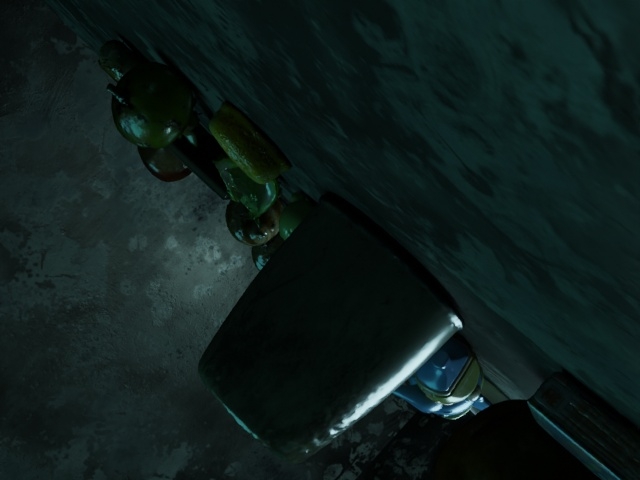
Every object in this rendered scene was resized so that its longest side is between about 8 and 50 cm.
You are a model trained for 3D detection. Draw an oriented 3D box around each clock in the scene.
[{"bbox_3d":[0.391,0.382,1.608,0.197,0.068,0.197,43,176,4],"label":"clock"}]

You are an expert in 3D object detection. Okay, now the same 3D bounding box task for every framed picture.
[{"bbox_3d":[-0.213,-0.164,1.541,0.211,0.020,0.289,43,-164,11],"label":"framed picture"}]

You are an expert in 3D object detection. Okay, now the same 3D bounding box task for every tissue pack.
[{"bbox_3d":[0.305,0.219,0.790,0.148,0.060,0.109,40,174,31],"label":"tissue pack"}]

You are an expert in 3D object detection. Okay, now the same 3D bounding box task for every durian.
[{"bbox_3d":[-0.136,-0.110,1.413,0.086,0.100,0.215,44,171,42],"label":"durian"}]

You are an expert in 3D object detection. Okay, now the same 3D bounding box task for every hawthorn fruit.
[{"bbox_3d":[0.276,0.350,0.976,0.268,0.268,0.301,44,-179,-8],"label":"hawthorn fruit"}]

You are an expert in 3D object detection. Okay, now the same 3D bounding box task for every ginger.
[{"bbox_3d":[-0.122,-0.013,1.819,0.375,0.176,0.256,55,-168,-19],"label":"ginger"}]

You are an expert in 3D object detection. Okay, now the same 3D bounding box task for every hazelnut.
[{"bbox_3d":[-0.394,-0.265,1.944,0.186,0.210,0.210,-10,134,46],"label":"hazelnut"}]

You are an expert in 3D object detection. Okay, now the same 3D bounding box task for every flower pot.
[{"bbox_3d":[0.003,0.144,1.089,0.293,0.330,0.293,43,178,2],"label":"flower pot"}]

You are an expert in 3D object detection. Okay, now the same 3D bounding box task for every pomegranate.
[{"bbox_3d":[-0.302,-0.246,1.337,0.156,0.156,0.220,43,-175,3],"label":"pomegranate"}]

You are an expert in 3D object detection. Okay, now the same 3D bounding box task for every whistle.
[{"bbox_3d":[0.000,0.000,1.311,0.085,0.105,0.227,-12,-138,-43],"label":"whistle"}]

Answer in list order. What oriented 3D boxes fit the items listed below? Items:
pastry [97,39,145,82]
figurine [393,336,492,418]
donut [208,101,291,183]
[{"bbox_3d":[-0.429,-0.382,1.608,0.153,0.081,0.153,39,175,4],"label":"pastry"},{"bbox_3d":[0.221,0.250,1.351,0.179,0.154,0.262,-5,149,28],"label":"figurine"},{"bbox_3d":[-0.117,-0.150,1.146,0.152,0.058,0.152,45,175,5],"label":"donut"}]
